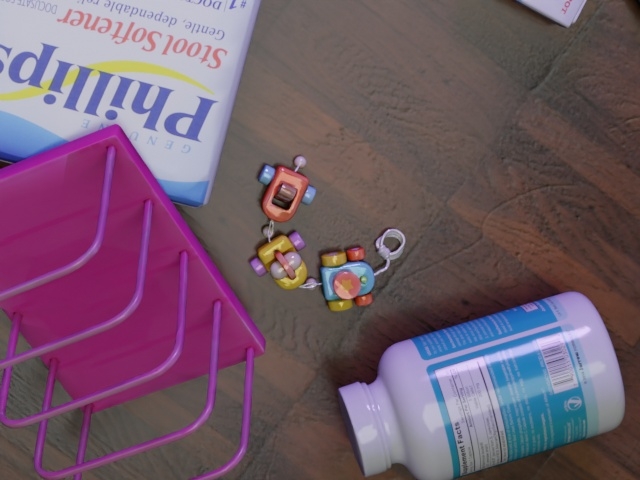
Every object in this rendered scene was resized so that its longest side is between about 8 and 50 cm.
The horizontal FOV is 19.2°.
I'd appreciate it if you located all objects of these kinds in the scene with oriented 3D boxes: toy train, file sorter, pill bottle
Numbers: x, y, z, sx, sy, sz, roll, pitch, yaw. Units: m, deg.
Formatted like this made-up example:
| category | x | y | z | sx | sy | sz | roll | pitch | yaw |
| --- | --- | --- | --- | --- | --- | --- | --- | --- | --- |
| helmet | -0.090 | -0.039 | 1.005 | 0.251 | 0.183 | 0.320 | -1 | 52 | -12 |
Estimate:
| category | x | y | z | sx | sy | sz | roll | pitch | yaw |
| --- | --- | --- | --- | --- | --- | --- | --- | --- | --- |
| toy train | 0.000 | 0.000 | 1.874 | 0.166 | 0.046 | 0.125 | 29 | 94 | -11 |
| file sorter | -0.206 | 0.086 | 1.711 | 0.202 | 0.182 | 0.291 | -20 | 126 | 17 |
| pill bottle | 0.155 | 0.152 | 1.870 | 0.264 | 0.146 | 0.146 | -16 | 101 | -5 |

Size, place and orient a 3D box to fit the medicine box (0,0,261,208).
| category | x | y | z | sx | sy | sz | roll | pitch | yaw |
| --- | --- | --- | --- | --- | --- | --- | --- | --- | --- |
| medicine box | -0.200 | -0.204 | 1.761 | 0.263 | 0.149 | 0.289 | 14 | 96 | -10 |

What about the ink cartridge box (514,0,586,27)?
| category | x | y | z | sx | sy | sz | roll | pitch | yaw |
| --- | --- | --- | --- | --- | --- | --- | --- | --- | --- |
| ink cartridge box | 0.209 | -0.275 | 1.857 | 0.122 | 0.052 | 0.088 | 27 | 95 | -10 |

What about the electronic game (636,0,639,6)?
| category | x | y | z | sx | sy | sz | roll | pitch | yaw |
| --- | --- | --- | --- | --- | --- | --- | --- | --- | --- |
| electronic game | 0.414 | -0.294 | 1.886 | 0.229 | 0.048 | 0.229 | -1 | 99 | -8 |
